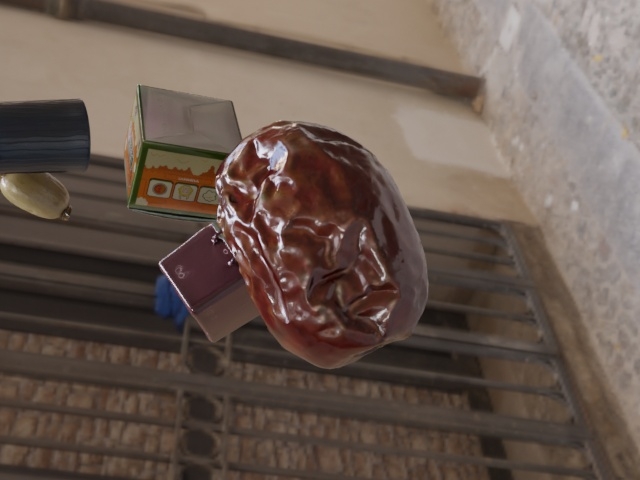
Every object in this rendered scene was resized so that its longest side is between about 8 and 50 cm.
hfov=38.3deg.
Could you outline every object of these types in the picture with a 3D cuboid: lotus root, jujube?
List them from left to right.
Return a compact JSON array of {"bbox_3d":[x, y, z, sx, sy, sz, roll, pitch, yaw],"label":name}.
[{"bbox_3d":[-0.464,-0.083,1.483,0.062,0.150,0.073,-11,50,56],"label":"lotus root"},{"bbox_3d":[0.001,-0.002,1.387,0.377,0.276,0.276,65,164,5],"label":"jujube"}]

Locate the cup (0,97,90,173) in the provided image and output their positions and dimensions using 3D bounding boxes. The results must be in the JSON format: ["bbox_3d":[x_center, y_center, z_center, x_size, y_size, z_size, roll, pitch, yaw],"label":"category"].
[{"bbox_3d":[-0.439,-0.154,1.415,0.150,0.138,0.114,-23,74,62],"label":"cup"}]

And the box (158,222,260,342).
[{"bbox_3d":[-0.236,0.101,2.076,0.193,0.167,0.294,50,170,20],"label":"box"}]

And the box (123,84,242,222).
[{"bbox_3d":[-0.239,-0.148,1.589,0.195,0.177,0.148,-108,31,-49],"label":"box"}]
